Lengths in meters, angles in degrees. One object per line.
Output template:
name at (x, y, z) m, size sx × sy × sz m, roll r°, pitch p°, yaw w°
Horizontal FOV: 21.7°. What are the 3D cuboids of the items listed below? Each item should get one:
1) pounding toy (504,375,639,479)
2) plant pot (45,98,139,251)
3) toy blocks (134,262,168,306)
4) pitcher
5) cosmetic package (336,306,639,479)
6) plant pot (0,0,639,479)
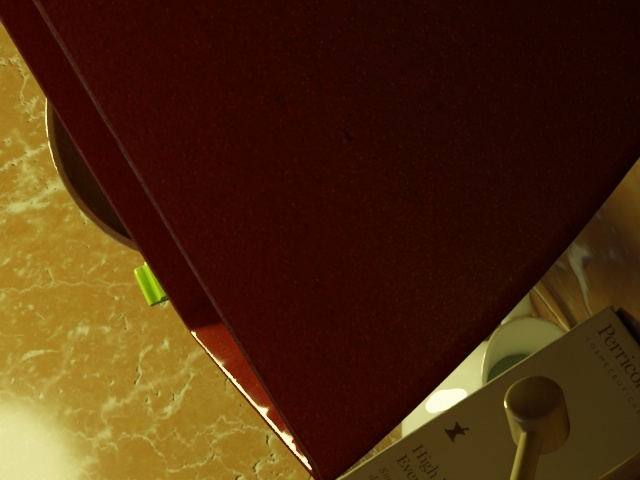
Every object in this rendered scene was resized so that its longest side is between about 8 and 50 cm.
pounding toy at (0.173, 0.162, 0.890) m, size 0.206 × 0.181 × 0.094 m, roll 50°, pitch 169°, yaw 40°
plant pot at (-0.038, -0.069, 1.205) m, size 0.237 × 0.237 × 0.254 m, roll 54°, pitch -176°, yaw 22°
toy blocks at (-0.113, -0.043, 1.862) m, size 0.381 × 0.191 × 0.261 m, roll 63°, pitch 162°, yaw 15°
pitcher at (0.127, 0.104, 1.224) m, size 0.207 × 0.125 × 0.177 m, roll 124°, pitch 135°, yaw -70°
cosmetic package at (0.112, 0.151, 1.022) m, size 0.117 × 0.231 × 0.085 m, roll 55°, pitch 171°, yaw 13°
plant pot at (0.002, -0.094, 0.759) m, size 0.267 × 0.236 × 0.267 m, roll 60°, pitch 172°, yaw -18°
